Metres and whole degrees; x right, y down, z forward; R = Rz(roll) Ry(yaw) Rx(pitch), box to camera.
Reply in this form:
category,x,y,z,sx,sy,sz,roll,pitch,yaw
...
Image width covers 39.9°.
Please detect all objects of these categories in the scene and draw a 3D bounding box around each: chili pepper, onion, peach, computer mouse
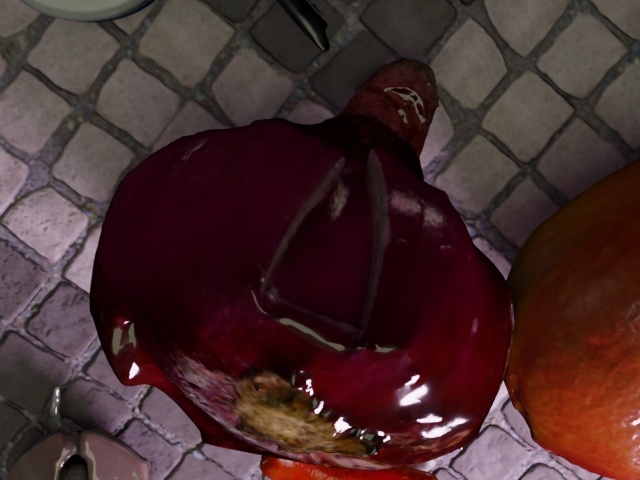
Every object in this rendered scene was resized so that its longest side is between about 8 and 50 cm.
category,x,y,z,sx,sy,sz,roll,pitch,yaw
chili pepper,0.011,0.267,1.032,0.272,0.063,0.071,19,117,-11
onion,0.000,0.000,0.850,0.398,0.398,0.420,18,63,-8
peach,0.341,0.075,0.872,0.372,0.373,0.290,-43,71,10
computer mouse,-0.270,0.355,1.017,0.200,0.115,0.389,-5,108,-5

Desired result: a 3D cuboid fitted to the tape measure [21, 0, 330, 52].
category,x,y,z,sx,sy,sz,roll,pitch,yaw
tape measure,-0.171,-0.264,0.841,0.215,0.098,0.351,-39,102,6
